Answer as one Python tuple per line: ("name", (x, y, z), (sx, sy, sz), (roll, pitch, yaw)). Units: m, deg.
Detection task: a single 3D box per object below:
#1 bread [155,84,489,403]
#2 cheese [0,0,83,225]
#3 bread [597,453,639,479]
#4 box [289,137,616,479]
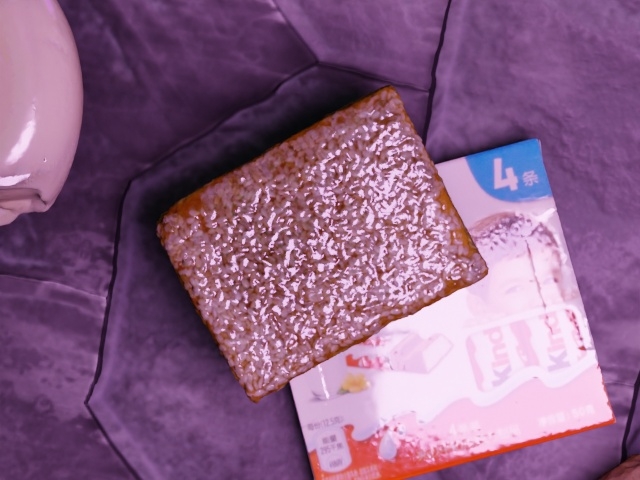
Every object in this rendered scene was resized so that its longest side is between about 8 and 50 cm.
("bread", (0.000, 0.000, 1.125), (0.234, 0.110, 0.184), (-29, 89, 2))
("cheese", (-0.339, -0.124, 1.172), (0.266, 0.127, 0.233), (-12, 86, -1))
("bread", (0.317, 0.289, 1.149), (0.230, 0.123, 0.230), (0, 84, 3))
("box", (0.096, 0.069, 1.193), (0.273, 0.048, 0.264), (-16, 87, 2))
